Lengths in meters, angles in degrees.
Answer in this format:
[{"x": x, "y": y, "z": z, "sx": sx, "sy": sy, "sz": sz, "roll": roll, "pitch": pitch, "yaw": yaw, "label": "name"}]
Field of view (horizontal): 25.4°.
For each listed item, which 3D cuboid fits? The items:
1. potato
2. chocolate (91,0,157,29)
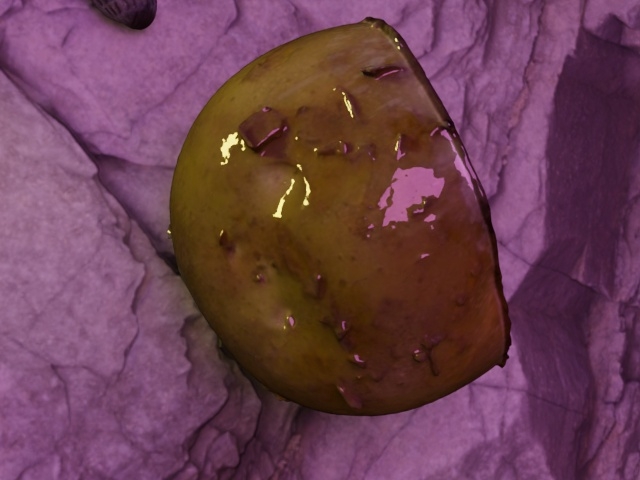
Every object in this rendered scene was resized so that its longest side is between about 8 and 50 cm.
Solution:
[{"x": 0.000, "y": 0.000, "z": 1.631, "sx": 0.319, "sy": 0.385, "sz": 0.442, "roll": -25, "pitch": 77, "yaw": -10, "label": "potato"}, {"x": -0.273, "y": -0.328, "z": 1.765, "sx": 0.167, "sy": 0.072, "sz": 0.072, "roll": 38, "pitch": 70, "yaw": -6, "label": "chocolate"}]
